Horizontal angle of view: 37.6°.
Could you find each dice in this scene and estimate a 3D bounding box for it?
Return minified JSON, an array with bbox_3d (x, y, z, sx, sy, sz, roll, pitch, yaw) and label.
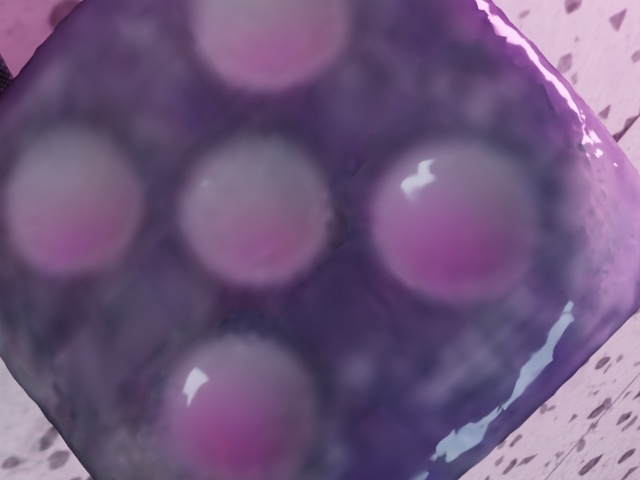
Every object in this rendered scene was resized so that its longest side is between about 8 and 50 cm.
[{"bbox_3d":[0.000,0.000,0.515,0.271,0.270,0.270,-42,169,6],"label":"dice"}]

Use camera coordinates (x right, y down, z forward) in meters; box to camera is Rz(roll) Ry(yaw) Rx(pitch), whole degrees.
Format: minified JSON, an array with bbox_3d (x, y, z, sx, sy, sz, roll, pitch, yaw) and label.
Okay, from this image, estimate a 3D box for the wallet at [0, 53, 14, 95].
[{"bbox_3d":[-0.311,-0.018,0.447,0.342,0.075,0.237,-35,147,-16],"label":"wallet"}]
